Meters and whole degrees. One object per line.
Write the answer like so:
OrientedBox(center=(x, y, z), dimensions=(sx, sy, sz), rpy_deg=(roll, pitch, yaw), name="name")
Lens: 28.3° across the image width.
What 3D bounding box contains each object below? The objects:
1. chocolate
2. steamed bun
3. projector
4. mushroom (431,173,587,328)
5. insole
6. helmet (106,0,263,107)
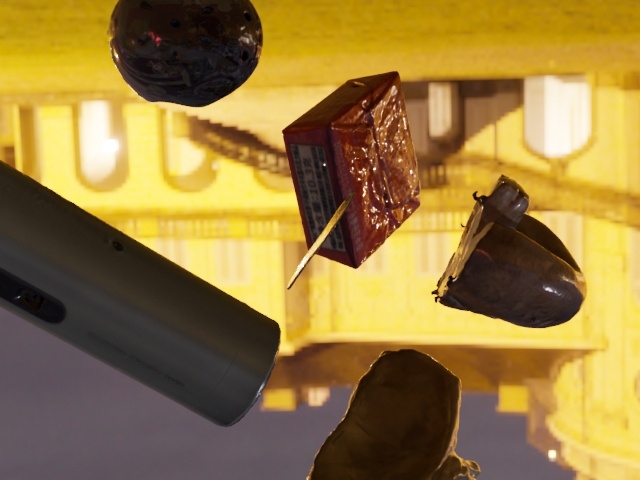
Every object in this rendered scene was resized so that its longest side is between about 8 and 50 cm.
OrientedBox(center=(0.050, -0.113, 1.941), dimensions=(0.108, 0.238, 0.235), rpy_deg=(4, -150, 30), name="chocolate")
OrientedBox(center=(0.126, 0.356, 1.861), dimensions=(0.247, 0.189, 0.428), rpy_deg=(8, -143, 16), name="steamed bun")
OrientedBox(center=(-0.194, 0.034, 1.059), dimensions=(0.337, 0.108, 0.108), rpy_deg=(32, 178, -19), name="projector")
OrientedBox(center=(0.218, 0.026, 1.380), dimensions=(0.151, 0.156, 0.286), rpy_deg=(27, -168, 1), name="mushroom")
OrientedBox(center=(0.000, 0.000, 1.552), dimensions=(0.004, 0.197, 0.065), rpy_deg=(31, -130, -5), name="insole")
OrientedBox(center=(-0.165, -0.234, 1.430), dimensions=(0.176, 0.153, 0.107), rpy_deg=(1, 174, 18), name="helmet")
